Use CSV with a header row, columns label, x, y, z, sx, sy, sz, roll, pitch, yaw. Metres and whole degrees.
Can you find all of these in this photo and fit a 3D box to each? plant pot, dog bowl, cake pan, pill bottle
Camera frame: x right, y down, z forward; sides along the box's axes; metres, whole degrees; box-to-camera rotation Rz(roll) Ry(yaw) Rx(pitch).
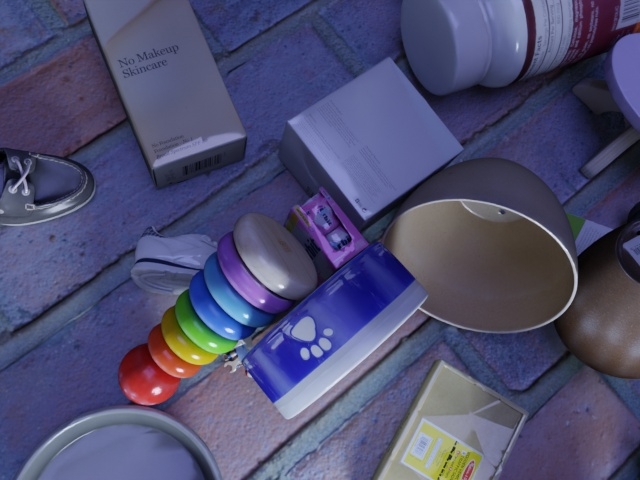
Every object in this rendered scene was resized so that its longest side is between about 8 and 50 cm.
label,x,y,z,sx,sy,sz,roll,pitch,yaw
plant pot,0.255,-0.018,1.038,0.284,0.284,0.190,28,50,-2
dog bowl,0.020,0.124,0.944,0.265,0.265,0.104,-39,84,-16
cake pan,-0.278,0.378,0.922,0.294,0.054,0.292,4,67,-9
plant pot,0.454,0.064,0.955,0.216,0.230,0.215,-5,63,10
pill bottle,0.353,-0.393,1.151,0.393,0.224,0.223,-20,80,-13

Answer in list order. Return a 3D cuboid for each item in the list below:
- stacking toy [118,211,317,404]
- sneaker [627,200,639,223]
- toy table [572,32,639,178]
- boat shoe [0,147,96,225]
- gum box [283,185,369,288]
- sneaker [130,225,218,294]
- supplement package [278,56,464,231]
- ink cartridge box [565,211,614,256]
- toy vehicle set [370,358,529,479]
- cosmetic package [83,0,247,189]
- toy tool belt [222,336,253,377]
label,x,y,z,sx,sy,sz,roll,pitch,yaw
stacking toy,-0.165,0.112,0.937,0.330,0.141,0.141,-41,85,18
sneaker,0.686,0.029,1.170,0.330,0.122,0.146,42,55,4
toy table,0.581,-0.215,1.178,0.252,0.161,0.274,-31,82,-15
boat shoe,-0.514,-0.086,0.995,0.336,0.095,0.112,0,76,-9
gum box,0.000,0.000,1.011,0.062,0.188,0.107,-36,85,-16
sneaker,-0.167,0.038,1.033,0.235,0.090,0.094,14,51,-13
supplement package,0.074,-0.141,1.079,0.203,0.149,0.194,-35,84,-16
ink cartridge box,0.480,0.083,1.125,0.255,0.097,0.188,25,72,23
toy vehicle set,0.191,0.340,1.037,0.166,0.035,0.266,33,73,0
cosmetic package,-0.248,-0.257,1.075,0.160,0.113,0.309,-23,82,-14
toy tool belt,-0.128,0.175,1.025,0.051,0.052,0.083,-23,76,18
